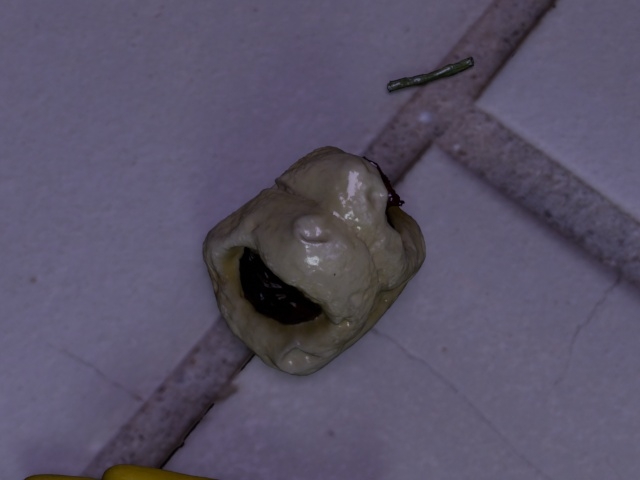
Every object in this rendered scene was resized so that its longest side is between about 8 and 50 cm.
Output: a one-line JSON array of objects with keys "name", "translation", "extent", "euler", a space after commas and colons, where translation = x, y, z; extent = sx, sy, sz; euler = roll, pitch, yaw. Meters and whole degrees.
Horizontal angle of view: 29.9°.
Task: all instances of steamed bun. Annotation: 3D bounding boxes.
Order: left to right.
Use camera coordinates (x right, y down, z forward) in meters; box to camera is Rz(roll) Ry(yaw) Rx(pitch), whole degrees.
[{"name": "steamed bun", "translation": [0.000, 0.000, 0.889], "extent": [0.172, 0.155, 0.141], "euler": [-43, 83, -16]}]

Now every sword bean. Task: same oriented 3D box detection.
[{"name": "sword bean", "translation": [0.095, -0.141, 1.021], "extent": [0.083, 0.012, 0.012], "euler": [-18, 75, -14]}]

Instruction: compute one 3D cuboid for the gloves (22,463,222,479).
[{"name": "gloves", "translation": [-0.093, 0.238, 0.838], "extent": [0.294, 0.116, 0.133], "euler": [5, 64, 2]}]
